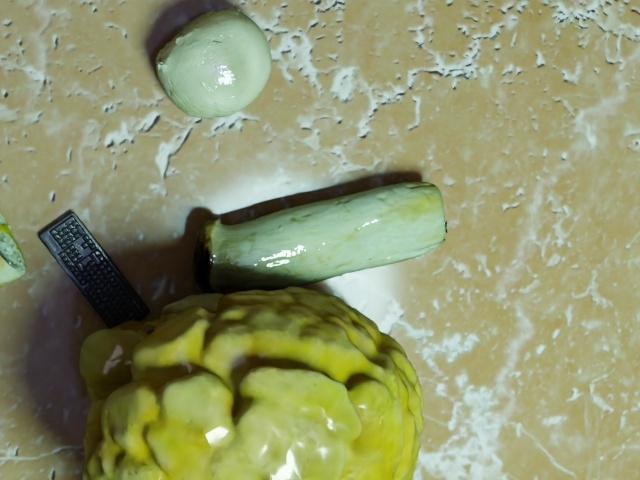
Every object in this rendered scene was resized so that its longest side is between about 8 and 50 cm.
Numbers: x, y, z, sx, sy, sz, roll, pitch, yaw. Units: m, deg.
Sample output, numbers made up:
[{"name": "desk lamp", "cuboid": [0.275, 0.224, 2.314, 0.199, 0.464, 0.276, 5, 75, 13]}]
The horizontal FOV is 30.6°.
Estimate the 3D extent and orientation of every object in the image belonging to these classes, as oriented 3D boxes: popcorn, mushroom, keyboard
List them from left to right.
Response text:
[{"name": "keyboard", "cuboid": [-0.264, 0.040, 1.369, 0.053, 0.010, 0.155, -36, 107, -3]}, {"name": "popcorn", "cuboid": [-0.065, 0.224, 1.282, 0.390, 0.354, 0.344, 2, 92, -16]}, {"name": "mushroom", "cuboid": [0.000, 0.000, 1.390, 0.312, 0.081, 0.099, -11, 121, -13]}]

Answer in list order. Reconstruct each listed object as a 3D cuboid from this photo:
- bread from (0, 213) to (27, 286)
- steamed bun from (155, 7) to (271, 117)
[{"name": "bread", "cuboid": [-0.395, 0.001, 1.290, 0.157, 0.083, 0.094, 28, 95, -3]}, {"name": "steamed bun", "cuboid": [-0.115, -0.196, 1.318, 0.130, 0.091, 0.112, -33, 108, -6]}]
